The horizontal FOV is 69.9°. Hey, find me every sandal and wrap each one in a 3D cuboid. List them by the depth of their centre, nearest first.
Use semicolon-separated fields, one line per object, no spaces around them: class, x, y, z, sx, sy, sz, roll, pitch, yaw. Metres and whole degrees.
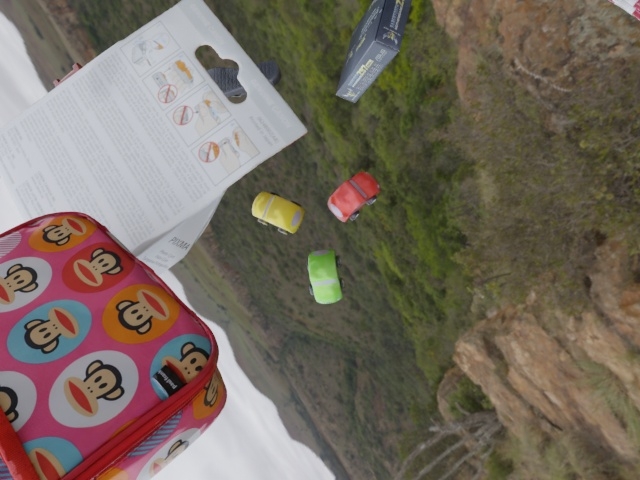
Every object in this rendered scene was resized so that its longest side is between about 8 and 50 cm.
sandal;-0.231;-0.440;1.292;0.054;0.255;0.097;53;-143;-67

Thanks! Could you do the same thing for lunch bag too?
lunch bag;-0.261;0.117;0.418;0.293;0.258;0.120;34;143;28

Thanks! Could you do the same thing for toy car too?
toy car;0.000;0.000;0.807;0.053;0.239;0.225;32;-132;-81

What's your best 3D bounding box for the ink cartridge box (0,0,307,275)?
ink cartridge box;-0.248;-0.131;0.660;0.308;0.385;0.091;53;178;18

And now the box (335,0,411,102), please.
box;0.115;-0.436;0.999;0.059;0.183;0.233;17;167;-14

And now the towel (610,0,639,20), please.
towel;0.633;-0.504;0.792;0.329;0.037;0.237;57;140;24

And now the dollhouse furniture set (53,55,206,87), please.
dollhouse furniture set;-0.429;-0.266;0.915;0.374;0.201;0.152;-12;143;37
